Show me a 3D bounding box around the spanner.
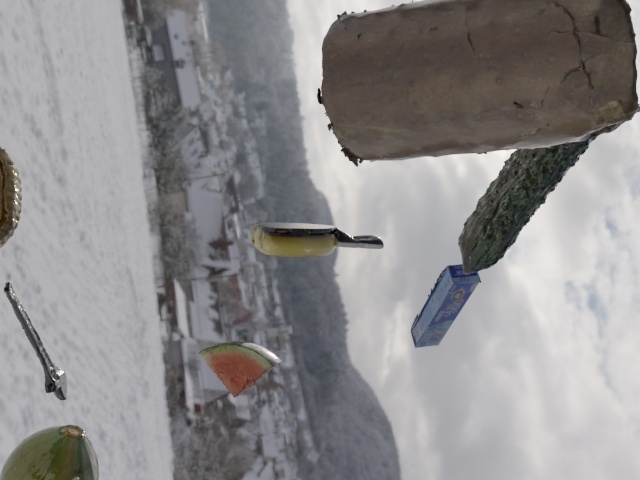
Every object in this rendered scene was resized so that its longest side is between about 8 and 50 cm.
[{"bbox_3d":[-0.612,0.227,1.442,0.093,0.026,0.325,-110,-172,-60],"label":"spanner"}]

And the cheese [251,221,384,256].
[{"bbox_3d":[0.000,-0.001,0.820,0.086,0.163,0.036,-156,-112,-70],"label":"cheese"}]

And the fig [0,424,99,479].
[{"bbox_3d":[-0.672,0.587,1.695,0.271,0.239,0.239,-54,-161,13],"label":"fig"}]

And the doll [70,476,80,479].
[{"bbox_3d":[-0.505,0.533,1.361,0.061,0.051,0.093,36,-43,52],"label":"doll"}]

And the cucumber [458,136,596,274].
[{"bbox_3d":[0.327,-0.098,1.045,0.359,0.096,0.096,-53,-176,6],"label":"cucumber"}]

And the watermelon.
[{"bbox_3d":[-0.165,0.278,1.551,0.145,0.193,0.137,-44,-141,25],"label":"watermelon"}]

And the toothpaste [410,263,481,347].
[{"bbox_3d":[0.262,0.146,1.430,0.272,0.066,0.053,106,-22,-52],"label":"toothpaste"}]

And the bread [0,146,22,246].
[{"bbox_3d":[-0.702,-0.076,1.284,0.142,0.228,0.253,-26,-118,57],"label":"bread"}]

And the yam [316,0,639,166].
[{"bbox_3d":[0.127,-0.136,0.531,0.129,0.238,0.128,55,45,-41],"label":"yam"}]
